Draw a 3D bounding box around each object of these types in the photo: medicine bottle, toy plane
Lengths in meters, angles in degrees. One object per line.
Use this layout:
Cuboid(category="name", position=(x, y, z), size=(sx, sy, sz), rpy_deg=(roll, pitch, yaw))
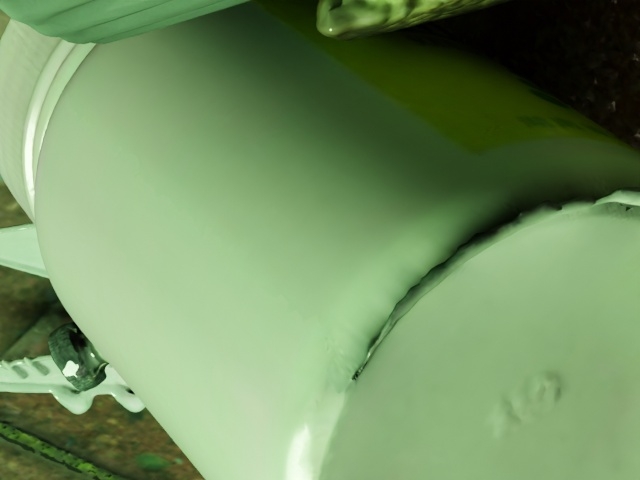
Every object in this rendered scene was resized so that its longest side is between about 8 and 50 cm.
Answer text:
Cuboid(category="medicine bottle", position=(0.000, 0.000, 0.842), size=(0.214, 0.379, 0.213), rpy_deg=(-14, 120, -25))
Cuboid(category="toy plane", position=(-0.089, 0.052, 1.115), size=(0.251, 0.101, 0.255), rpy_deg=(-31, 129, 12))

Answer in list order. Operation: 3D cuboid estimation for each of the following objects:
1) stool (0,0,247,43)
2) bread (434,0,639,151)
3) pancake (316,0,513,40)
Cuboid(category="stool", position=(0.008, -0.240, 0.703), size=(0.330, 0.297, 0.297), rpy_deg=(-20, 132, 24))
Cuboid(category="bread", position=(0.195, -0.059, 0.967), size=(0.306, 0.158, 0.305), rpy_deg=(-1, 134, -1))
Cuboid(category="pancake", position=(0.136, -0.114, 0.683), size=(0.286, 0.288, 0.033), rpy_deg=(-12, 96, 2))
